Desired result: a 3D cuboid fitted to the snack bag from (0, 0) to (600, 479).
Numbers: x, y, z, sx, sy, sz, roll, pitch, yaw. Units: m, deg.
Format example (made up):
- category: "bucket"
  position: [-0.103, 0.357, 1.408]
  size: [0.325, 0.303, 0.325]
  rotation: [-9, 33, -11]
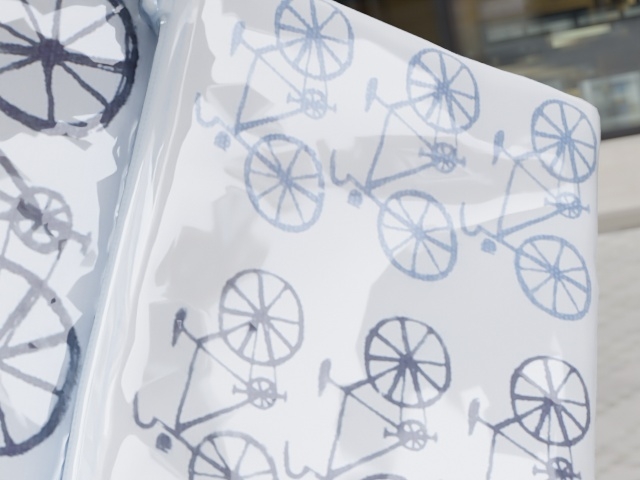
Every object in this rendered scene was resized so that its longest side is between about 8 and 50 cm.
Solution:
- category: "snack bag"
  position: [-0.065, 0.039, 0.539]
  size: [0.342, 0.323, 0.037]
  rotation: [20, -32, -19]
